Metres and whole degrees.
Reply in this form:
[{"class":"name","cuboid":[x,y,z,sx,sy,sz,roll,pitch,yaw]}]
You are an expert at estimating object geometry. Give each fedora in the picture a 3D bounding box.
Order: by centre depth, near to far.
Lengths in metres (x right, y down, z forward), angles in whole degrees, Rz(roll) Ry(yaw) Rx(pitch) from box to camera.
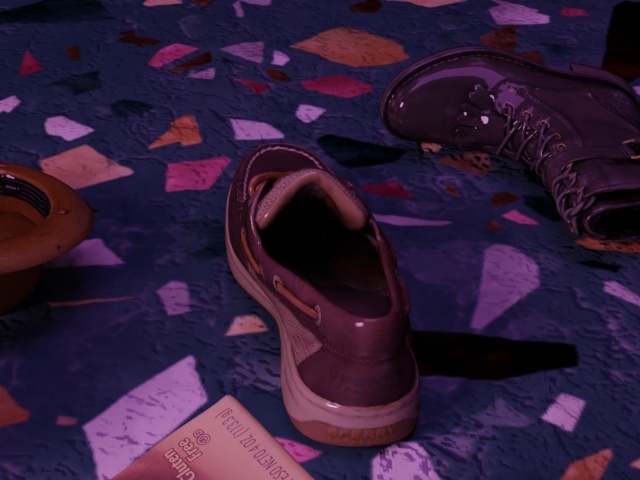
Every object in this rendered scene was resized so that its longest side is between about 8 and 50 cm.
[{"class":"fedora","cuboid":[-0.265,0.006,1.066,0.194,0.079,0.194,6,28,-3]}]

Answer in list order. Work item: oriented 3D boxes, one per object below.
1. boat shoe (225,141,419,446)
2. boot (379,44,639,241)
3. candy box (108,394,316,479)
[{"class":"boat shoe","cuboid":[0.000,0.000,1.045,0.123,0.123,0.342,-3,32,-8]},{"class":"boot","cuboid":[0.193,-0.076,1.210,0.262,0.091,0.229,-1,31,-8]},{"class":"candy box","cuboid":[-0.018,0.220,0.590,0.183,0.088,0.316,-35,44,-15]}]
